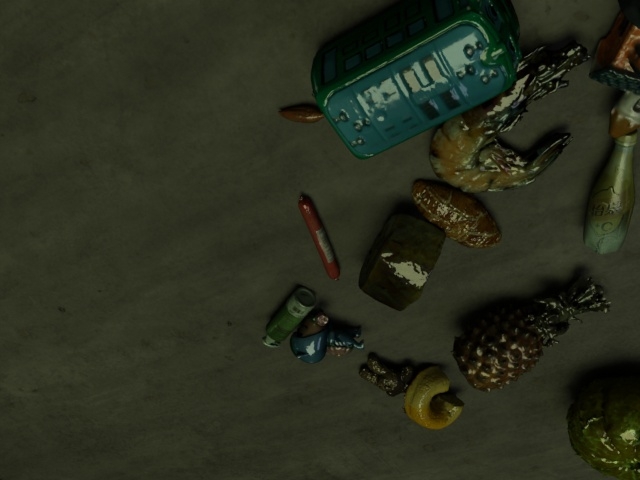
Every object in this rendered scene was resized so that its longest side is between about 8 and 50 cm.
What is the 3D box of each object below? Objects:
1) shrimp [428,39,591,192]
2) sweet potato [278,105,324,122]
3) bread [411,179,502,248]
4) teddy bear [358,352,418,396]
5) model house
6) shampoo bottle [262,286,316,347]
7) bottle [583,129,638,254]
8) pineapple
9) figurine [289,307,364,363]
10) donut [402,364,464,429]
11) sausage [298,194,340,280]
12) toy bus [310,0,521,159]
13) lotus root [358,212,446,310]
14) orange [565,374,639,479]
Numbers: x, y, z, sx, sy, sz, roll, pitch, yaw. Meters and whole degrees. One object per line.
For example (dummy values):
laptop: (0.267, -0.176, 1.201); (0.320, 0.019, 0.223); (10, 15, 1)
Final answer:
shrimp: (0.360, -0.205, 1.302); (0.233, 0.071, 0.365); (29, 132, -23)
sweet potato: (-0.034, -0.239, 1.354); (0.095, 0.034, 0.034); (8, 134, 16)
bread: (0.283, -0.043, 1.454); (0.233, 0.076, 0.105); (30, 131, -20)
teddy bear: (0.182, 0.356, 1.828); (0.160, 0.078, 0.119); (19, 128, -7)
model house: (0.558, -0.260, 1.136); (0.271, 0.190, 0.301); (15, 133, -7)
shampoo bottle: (-0.082, 0.194, 1.734); (0.065, 0.065, 0.204); (27, 130, -15)
bottle: (0.557, -0.094, 1.357); (0.083, 0.083, 0.270); (2, 131, 7)
pineapple: (0.470, 0.200, 1.605); (0.361, 0.175, 0.175); (-34, 120, 15)
figurine: (0.014, 0.223, 1.729); (0.178, 0.114, 0.145); (-2, 110, -5)
donut: (0.287, 0.414, 1.826); (0.146, 0.078, 0.181); (-38, 127, -11)
sausage: (0.000, 0.000, 1.564); (0.034, 0.034, 0.253); (-9, 130, 16)
toy bus: (0.155, -0.283, 1.175); (0.343, 0.200, 0.183); (-25, 123, 26)
lotus root: (0.162, 0.054, 1.501); (0.118, 0.138, 0.235); (22, 143, -5)
orange: (0.757, 0.452, 1.730); (0.300, 0.223, 0.301); (-18, 128, 42)
